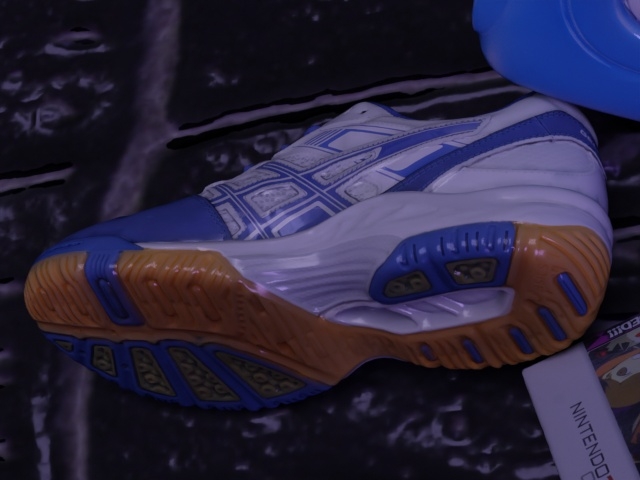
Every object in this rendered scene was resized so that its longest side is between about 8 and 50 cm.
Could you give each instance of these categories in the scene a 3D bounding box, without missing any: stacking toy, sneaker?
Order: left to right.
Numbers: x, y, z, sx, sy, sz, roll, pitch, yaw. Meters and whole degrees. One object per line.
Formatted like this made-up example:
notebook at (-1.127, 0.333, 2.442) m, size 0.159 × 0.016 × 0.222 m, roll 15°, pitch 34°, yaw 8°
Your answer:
sneaker at (0.000, 0.000, 0.873) m, size 0.296 × 0.112 × 0.131 m, roll -5°, pitch 47°, yaw 18°
stacking toy at (0.183, -0.208, 0.848) m, size 0.166 × 0.175 × 0.302 m, roll 16°, pitch 49°, yaw 3°

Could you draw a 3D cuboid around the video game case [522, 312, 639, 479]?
video game case at (0.209, 0.068, 0.720) m, size 0.232 × 0.042 × 0.210 m, roll -27°, pitch 26°, yaw 9°
